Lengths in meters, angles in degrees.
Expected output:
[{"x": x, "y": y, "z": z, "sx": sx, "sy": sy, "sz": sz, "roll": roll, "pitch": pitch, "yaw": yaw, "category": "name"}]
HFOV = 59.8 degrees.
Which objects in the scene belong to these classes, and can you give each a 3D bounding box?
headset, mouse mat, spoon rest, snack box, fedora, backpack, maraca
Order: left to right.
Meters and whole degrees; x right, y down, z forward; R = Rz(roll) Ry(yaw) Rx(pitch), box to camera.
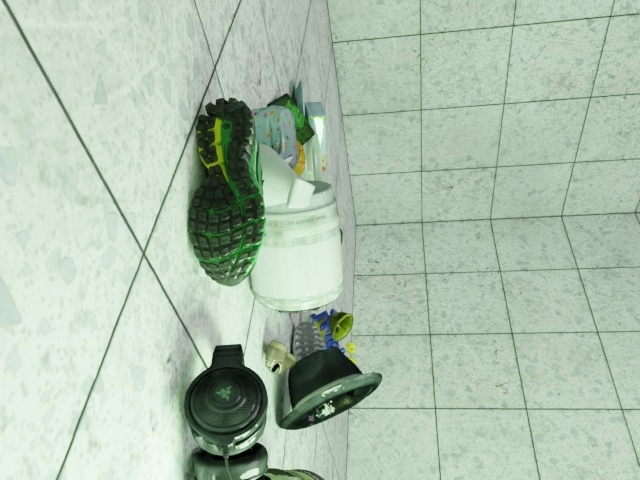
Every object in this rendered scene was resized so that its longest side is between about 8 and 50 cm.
[{"x": -0.174, "y": 0.327, "z": 0.893, "sx": 0.394, "sy": 0.185, "sz": 0.243, "roll": -115, "pitch": -157, "yaw": -72, "category": "headset"}, {"x": -0.098, "y": -0.116, "z": 1.122, "sx": 0.276, "sy": 0.084, "sz": 0.137, "roll": 28, "pitch": -76, "yaw": 51, "category": "spoon rest"}, {"x": -0.117, "y": -0.232, "z": 1.347, "sx": 0.152, "sy": 0.115, "sz": 0.182, "roll": -4, "pitch": 89, "yaw": -79, "category": "backpack"}, {"x": -0.104, "y": -0.247, "z": 1.511, "sx": 0.185, "sy": 0.099, "sz": 0.127, "roll": 59, "pitch": 30, "yaw": -22, "category": "maraca"}, {"x": -0.083, "y": -0.354, "z": 1.639, "sx": 0.152, "sy": 0.007, "sz": 0.189, "roll": 54, "pitch": 27, "yaw": -12, "category": "mouse mat"}, {"x": -0.019, "y": -0.379, "z": 2.023, "sx": 0.174, "sy": 0.070, "sz": 0.207, "roll": -102, "pitch": -168, "yaw": -60, "category": "snack box"}, {"x": 0.005, "y": 0.398, "z": 1.552, "sx": 0.334, "sy": 0.334, "sz": 0.152, "roll": 69, "pitch": -5, "yaw": -65, "category": "fedora"}]

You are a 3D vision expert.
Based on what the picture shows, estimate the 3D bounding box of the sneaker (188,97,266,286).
[{"x": -0.150, "y": -0.081, "z": 1.020, "sx": 0.146, "sy": 0.134, "sz": 0.343, "roll": 68, "pitch": 21, "yaw": -68, "category": "sneaker"}]

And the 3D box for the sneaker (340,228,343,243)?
[{"x": 0.000, "y": 0.001, "z": 1.840, "sx": 0.293, "sy": 0.146, "sz": 0.102, "roll": 119, "pitch": -30, "yaw": -80, "category": "sneaker"}]

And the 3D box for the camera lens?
[{"x": -0.060, "y": 0.014, "z": 1.296, "sx": 0.219, "sy": 0.219, "sz": 0.274, "roll": -66, "pitch": 152, "yaw": -71, "category": "camera lens"}]

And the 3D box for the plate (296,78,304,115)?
[{"x": -0.070, "y": -0.469, "z": 1.951, "sx": 0.188, "sy": 0.024, "sz": 0.188, "roll": 175, "pitch": -90, "yaw": -89, "category": "plate"}]

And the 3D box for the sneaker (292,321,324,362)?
[{"x": -0.054, "y": 0.399, "z": 1.762, "sx": 0.115, "sy": 0.105, "sz": 0.281, "roll": 138, "pitch": -45, "yaw": -55, "category": "sneaker"}]

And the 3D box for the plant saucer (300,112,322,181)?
[{"x": -0.058, "y": -0.246, "z": 1.797, "sx": 0.400, "sy": 0.100, "sz": 0.400, "roll": -2, "pitch": 90, "yaw": -82, "category": "plant saucer"}]

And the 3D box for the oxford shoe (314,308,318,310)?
[{"x": -0.016, "y": 0.108, "z": 2.047, "sx": 0.348, "sy": 0.123, "sz": 0.130, "roll": -83, "pitch": -166, "yaw": -53, "category": "oxford shoe"}]

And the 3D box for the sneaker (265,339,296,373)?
[{"x": -0.113, "y": 0.316, "z": 1.455, "sx": 0.071, "sy": 0.066, "sz": 0.188, "roll": -64, "pitch": 161, "yaw": -21, "category": "sneaker"}]

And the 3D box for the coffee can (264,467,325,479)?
[{"x": -0.073, "y": 0.567, "z": 1.121, "sx": 0.275, "sy": 0.201, "sz": 0.201, "roll": 68, "pitch": 21, "yaw": -66, "category": "coffee can"}]

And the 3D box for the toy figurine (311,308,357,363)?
[{"x": -0.001, "y": 0.336, "z": 2.026, "sx": 0.217, "sy": 0.191, "sz": 0.362, "roll": 55, "pitch": -22, "yaw": 40, "category": "toy figurine"}]
